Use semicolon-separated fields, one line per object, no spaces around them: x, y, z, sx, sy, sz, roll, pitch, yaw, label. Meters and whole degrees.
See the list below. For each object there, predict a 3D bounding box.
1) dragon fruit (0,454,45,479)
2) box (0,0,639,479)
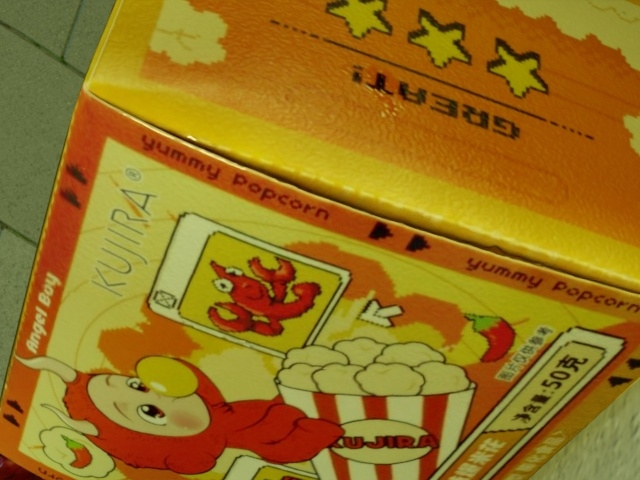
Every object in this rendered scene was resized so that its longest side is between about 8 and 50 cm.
-0.139;0.246;0.765;0.295;0.302;0.295;-158;90;-87;dragon fruit
0.000;0.000;0.559;0.283;0.259;0.214;119;167;-48;box
